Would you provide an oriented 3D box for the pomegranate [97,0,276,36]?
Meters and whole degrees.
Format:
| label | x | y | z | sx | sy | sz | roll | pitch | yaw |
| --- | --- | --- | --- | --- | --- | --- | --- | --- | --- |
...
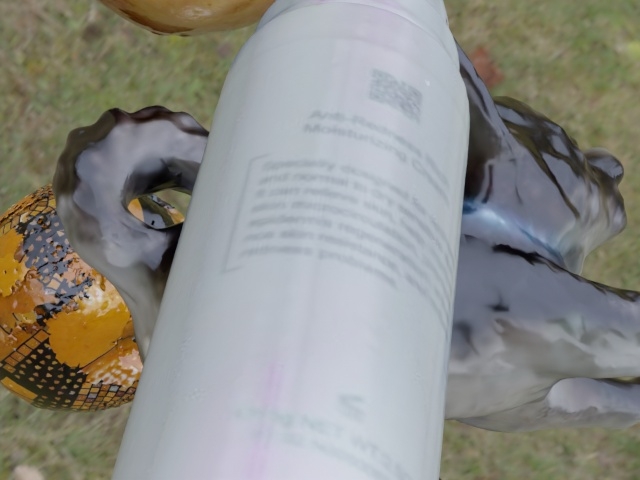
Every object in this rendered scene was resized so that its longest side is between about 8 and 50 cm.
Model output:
| label | x | y | z | sx | sy | sz | roll | pitch | yaw |
| --- | --- | --- | --- | --- | --- | --- | --- | --- | --- |
| pomegranate | -0.080 | -0.227 | 1.017 | 0.209 | 0.209 | 0.209 | 13 | 63 | -26 |

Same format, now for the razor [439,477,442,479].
| label | x | y | z | sx | sy | sz | roll | pitch | yaw |
| --- | --- | --- | --- | --- | --- | --- | --- | --- | --- |
| razor | 0.046 | 0.366 | 1.425 | 0.204 | 0.113 | 0.349 | 33 | 63 | -23 |

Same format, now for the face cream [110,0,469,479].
| label | x | y | z | sx | sy | sz | roll | pitch | yaw |
| --- | --- | --- | --- | --- | --- | --- | --- | --- | --- |
| face cream | 0.000 | 0.000 | 0.586 | 0.102 | 0.102 | 0.345 | 32 | 35 | -15 |

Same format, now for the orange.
| label | x | y | z | sx | sy | sz | roll | pitch | yaw |
| --- | --- | --- | --- | --- | --- | --- | --- | --- | --- |
| orange | -0.214 | 0.052 | 1.527 | 0.234 | 0.234 | 0.182 | -13 | 43 | -34 |

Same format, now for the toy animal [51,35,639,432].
| label | x | y | z | sx | sy | sz | roll | pitch | yaw |
| --- | --- | --- | --- | --- | --- | --- | --- | --- | --- |
| toy animal | 0.041 | 0.013 | 0.920 | 0.344 | 0.194 | 0.302 | -28 | 81 | -29 |
